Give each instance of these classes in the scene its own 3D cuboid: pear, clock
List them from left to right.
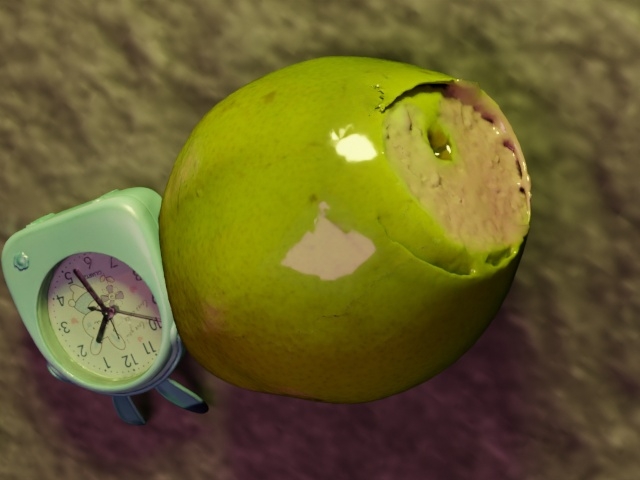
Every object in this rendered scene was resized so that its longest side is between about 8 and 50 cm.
[{"bbox_3d":[-0.123,0.048,1.103,0.108,0.045,0.147,-18,98,26],"label":"clock"},{"bbox_3d":[0.000,0.000,0.974,0.220,0.187,0.187,-22,96,44],"label":"pear"}]
